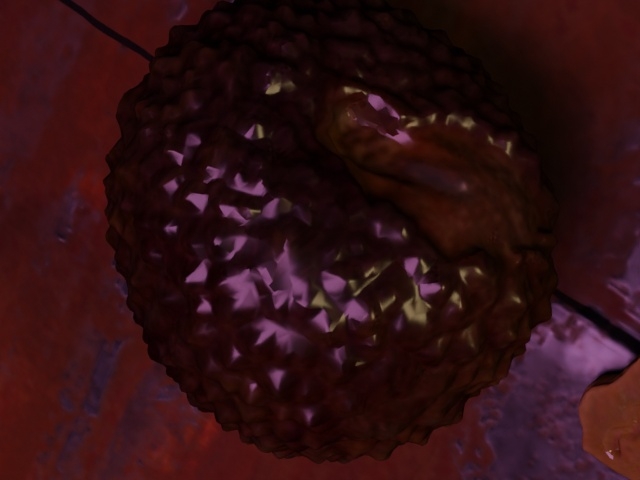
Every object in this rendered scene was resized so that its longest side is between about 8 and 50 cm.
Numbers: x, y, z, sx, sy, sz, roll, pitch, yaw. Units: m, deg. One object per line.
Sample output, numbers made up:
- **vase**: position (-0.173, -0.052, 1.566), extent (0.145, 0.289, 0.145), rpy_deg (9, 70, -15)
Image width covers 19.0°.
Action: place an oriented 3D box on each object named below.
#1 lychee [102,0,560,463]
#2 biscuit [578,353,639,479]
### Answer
- **lychee**: position (0.000, 0.000, 0.770), extent (0.188, 0.188, 0.188), rpy_deg (11, 118, 22)
- **biscuit**: position (0.194, 0.106, 0.805), extent (0.133, 0.027, 0.184), rpy_deg (-37, 94, 33)
